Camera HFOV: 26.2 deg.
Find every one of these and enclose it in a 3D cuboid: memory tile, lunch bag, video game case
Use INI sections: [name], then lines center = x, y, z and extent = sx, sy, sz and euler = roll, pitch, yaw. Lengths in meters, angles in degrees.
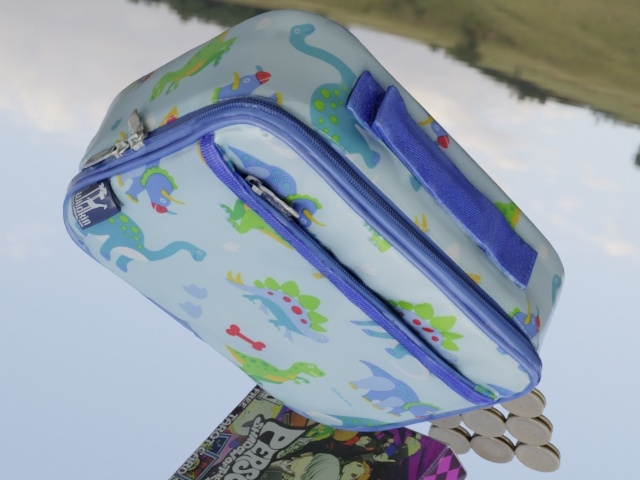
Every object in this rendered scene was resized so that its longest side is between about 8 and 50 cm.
[memory tile]
center = 0.123, 0.125, 1.057
extent = 0.113, 0.148, 0.012
euler = 7, -130, 27
[lunch bag]
center = 0.000, 0.000, 0.655
extent = 0.176, 0.219, 0.090
euler = -17, -141, 43
[video game case]
center = -0.041, 0.211, 0.995
extent = 0.232, 0.042, 0.210
euler = -46, -144, -22
